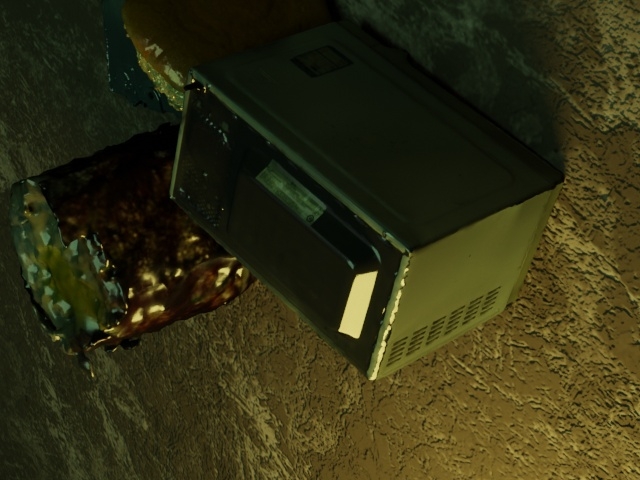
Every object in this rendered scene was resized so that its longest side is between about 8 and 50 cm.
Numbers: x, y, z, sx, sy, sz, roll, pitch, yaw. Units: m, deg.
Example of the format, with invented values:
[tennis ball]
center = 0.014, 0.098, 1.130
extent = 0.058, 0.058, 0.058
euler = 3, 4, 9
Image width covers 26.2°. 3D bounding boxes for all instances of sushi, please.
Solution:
[sushi]
center = -0.263, 0.000, 1.921
extent = 0.281, 0.294, 0.299
euler = 61, 148, 5

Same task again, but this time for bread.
[bread]
center = -0.116, -0.257, 1.670
extent = 0.174, 0.245, 0.121
euler = 48, 148, 28

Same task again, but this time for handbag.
[handbag]
center = -0.224, -0.258, 1.949
extent = 0.229, 0.062, 0.179
euler = 25, 125, 44

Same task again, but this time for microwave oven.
[microwave oven]
center = 0.038, -0.048, 1.544
extent = 0.355, 0.286, 0.219
euler = 40, 136, 28
